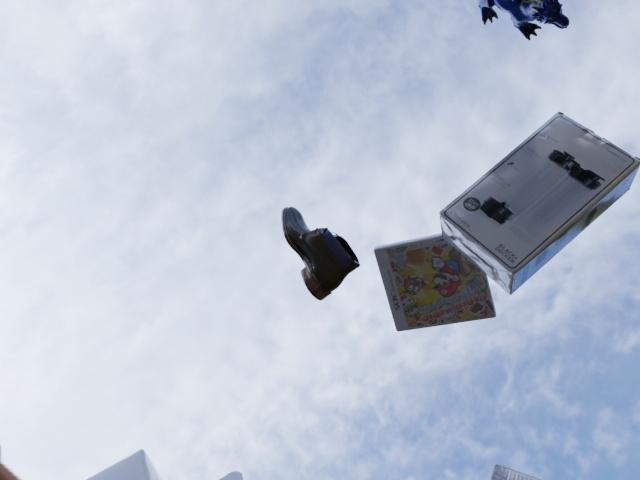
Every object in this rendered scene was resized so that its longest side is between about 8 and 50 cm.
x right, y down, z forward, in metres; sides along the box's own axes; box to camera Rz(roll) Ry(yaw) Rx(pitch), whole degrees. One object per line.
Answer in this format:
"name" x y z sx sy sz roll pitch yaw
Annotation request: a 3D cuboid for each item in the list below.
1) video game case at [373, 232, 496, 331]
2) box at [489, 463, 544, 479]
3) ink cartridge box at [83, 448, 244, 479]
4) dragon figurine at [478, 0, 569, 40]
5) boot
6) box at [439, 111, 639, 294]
"video game case" 0.251 0.090 1.256 0.227 0.026 0.206 -12 -78 21
"box" 0.349 0.472 0.753 0.294 0.296 0.182 10 -88 23
"ink cartridge box" -0.210 0.336 0.495 0.354 0.207 0.119 -26 -51 -17
"dragon figurine" 0.286 -0.403 0.894 0.085 0.289 0.144 -52 -29 9
"boot" 0.000 0.000 1.111 0.106 0.219 0.082 -37 -31 21
"box" 0.365 -0.067 0.959 0.290 0.169 0.087 -41 -32 -9
